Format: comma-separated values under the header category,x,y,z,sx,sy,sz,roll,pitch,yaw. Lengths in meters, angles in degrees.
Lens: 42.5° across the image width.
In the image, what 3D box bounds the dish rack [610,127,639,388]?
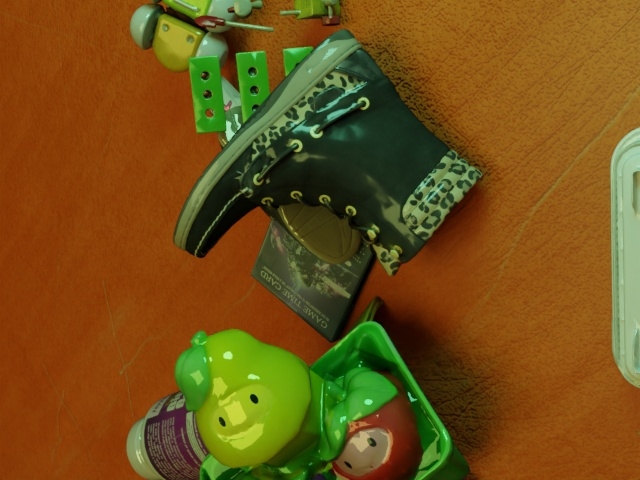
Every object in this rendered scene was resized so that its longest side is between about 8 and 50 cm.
category,x,y,z,sx,sy,sz,roll,pitch,yaw
dish rack,0.455,0.037,0.916,0.285,0.072,0.333,4,103,39

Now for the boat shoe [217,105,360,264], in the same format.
category,x,y,z,sx,sy,sz,roll,pitch,yaw
boat shoe,-0.051,-0.079,1.249,0.285,0.103,0.092,46,165,0

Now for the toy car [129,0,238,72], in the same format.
category,x,y,z,sx,sy,sz,roll,pitch,yaw
toy car,-0.201,-0.361,1.303,0.159,0.136,0.182,27,124,5

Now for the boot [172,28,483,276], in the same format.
category,x,y,z,sx,sy,sz,roll,pitch,yaw
boot,0.006,-0.058,1.122,0.284,0.138,0.377,42,96,1

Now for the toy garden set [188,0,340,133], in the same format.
category,x,y,z,sx,sy,sz,roll,pitch,yaw
toy garden set,-0.067,-0.268,1.194,0.244,0.049,0.204,-6,97,-3

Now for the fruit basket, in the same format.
category,x,y,z,sx,sy,sz,roll,pitch,yaw
fruit basket,-0.030,0.277,1.118,0.283,0.392,0.392,59,134,43

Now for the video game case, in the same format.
category,x,y,z,sx,sy,sz,roll,pitch,yaw
video game case,0.000,0.000,1.304,0.196,0.026,0.274,38,123,26

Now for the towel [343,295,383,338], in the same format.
category,x,y,z,sx,sy,sz,roll,pitch,yaw
towel,0.026,0.194,1.288,0.021,0.102,0.237,31,123,-1

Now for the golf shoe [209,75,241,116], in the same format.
category,x,y,z,sx,sy,sz,roll,pitch,yaw
golf shoe,-0.115,-0.201,1.321,0.086,0.067,0.186,-39,87,32

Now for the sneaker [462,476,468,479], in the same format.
category,x,y,z,sx,sy,sz,roll,pitch,yaw
sneaker,0.143,0.391,1.266,0.221,0.087,0.128,26,126,45

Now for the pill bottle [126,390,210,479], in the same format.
category,x,y,z,sx,sy,sz,roll,pitch,yaw
pill bottle,-0.216,0.344,1.474,0.301,0.169,0.169,-26,84,40
